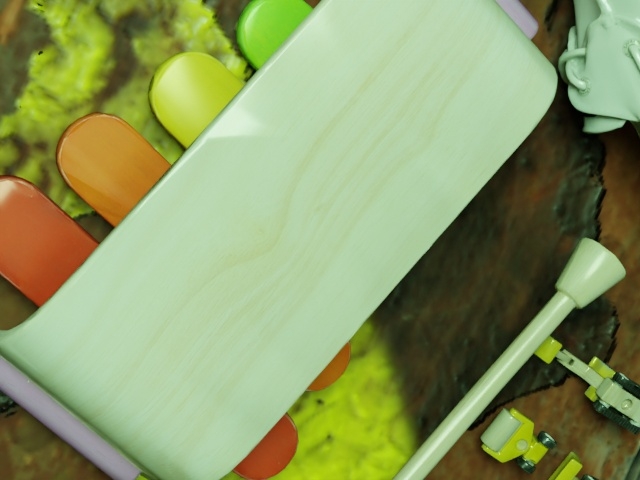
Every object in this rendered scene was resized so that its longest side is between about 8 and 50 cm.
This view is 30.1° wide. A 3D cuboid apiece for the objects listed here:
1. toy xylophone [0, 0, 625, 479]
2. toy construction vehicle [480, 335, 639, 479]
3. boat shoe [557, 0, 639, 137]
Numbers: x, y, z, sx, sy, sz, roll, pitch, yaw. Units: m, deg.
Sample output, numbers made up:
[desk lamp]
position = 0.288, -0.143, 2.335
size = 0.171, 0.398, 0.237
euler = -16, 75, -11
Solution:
[toy xylophone]
position = 0.000, 0.000, 0.569
size = 0.322, 0.081, 0.236
euler = -41, 109, -8
[toy construction vehicle]
position = 0.140, 0.105, 0.665
size = 0.098, 0.035, 0.086
euler = 30, 100, -18
[boat shoe]
position = 0.163, -0.084, 0.596
size = 0.084, 0.095, 0.258
euler = -33, 89, 13
